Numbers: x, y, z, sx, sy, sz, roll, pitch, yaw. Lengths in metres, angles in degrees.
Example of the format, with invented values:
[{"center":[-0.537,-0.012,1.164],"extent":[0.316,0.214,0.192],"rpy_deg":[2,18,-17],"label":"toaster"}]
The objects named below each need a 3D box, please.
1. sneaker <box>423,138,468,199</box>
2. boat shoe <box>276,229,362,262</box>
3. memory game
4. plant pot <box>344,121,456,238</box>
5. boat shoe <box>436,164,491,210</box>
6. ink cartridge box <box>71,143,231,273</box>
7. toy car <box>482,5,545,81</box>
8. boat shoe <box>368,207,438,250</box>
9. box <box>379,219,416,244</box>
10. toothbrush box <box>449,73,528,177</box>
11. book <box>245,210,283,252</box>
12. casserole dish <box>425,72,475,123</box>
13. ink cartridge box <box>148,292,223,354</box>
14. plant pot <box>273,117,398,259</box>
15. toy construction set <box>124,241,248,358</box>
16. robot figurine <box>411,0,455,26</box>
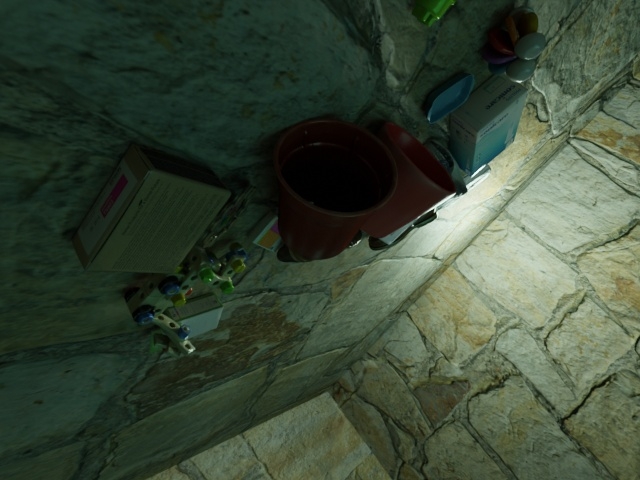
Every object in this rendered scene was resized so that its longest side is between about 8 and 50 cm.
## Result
[{"center":[0.431,-0.265,1.464],"extent":[0.111,0.129,0.297],"rpy_deg":[-17,145,27],"label":"sneaker"},{"center":[0.000,0.000,1.300],"extent":[0.123,0.123,0.342],"rpy_deg":[-23,-178,42],"label":"boat shoe"},{"center":[-0.204,-0.052,0.925],"extent":[0.186,0.012,0.186],"rpy_deg":[-50,-179,1],"label":"memory game"},{"center":[0.198,-0.153,1.162],"extent":[0.275,0.274,0.243],"rpy_deg":[-3,144,-52],"label":"plant pot"},{"center":[0.553,-0.230,1.691],"extent":[0.303,0.094,0.109],"rpy_deg":[-34,151,-3],"label":"boat shoe"},{"center":[-0.318,-0.046,0.787],"extent":[0.234,0.088,0.193],"rpy_deg":[-49,152,16],"label":"ink cartridge box"},{"center":[0.525,-0.538,1.143],"extent":[0.137,0.159,0.182],"rpy_deg":[-6,153,5],"label":"toy car"},{"center":[0.309,-0.078,1.607],"extent":[0.308,0.110,0.104],"rpy_deg":[-32,127,-6],"label":"boat shoe"},{"center":[0.257,-0.131,1.402],"extent":[0.262,0.126,0.231],"rpy_deg":[-47,154,11],"label":"box"},{"center":[0.568,-0.390,1.423],"extent":[0.216,0.126,0.295],"rpy_deg":[-40,155,-1],"label":"toothbrush box"},{"center":[-0.132,-0.021,1.149],"extent":[0.096,0.035,0.144],"rpy_deg":[-45,155,4],"label":"book"},{"center":[0.374,-0.423,1.210],"extent":[0.189,0.037,0.114],"rpy_deg":[-35,154,-12],"label":"casserole dish"},{"center":[-0.386,0.228,1.152],"extent":[0.209,0.062,0.108],"rpy_deg":[-16,144,-41],"label":"ink cartridge box"},{"center":[0.011,-0.099,0.988],"extent":[0.273,0.272,0.265],"rpy_deg":[-28,159,-25],"label":"plant pot"},{"center":[-0.329,0.131,0.999],"extent":[0.327,0.151,0.215],"rpy_deg":[-57,150,8],"label":"toy construction set"},{"center":[0.244,-0.511,0.855],"extent":[0.101,0.067,0.115],"rpy_deg":[8,126,-48],"label":"robot figurine"}]
